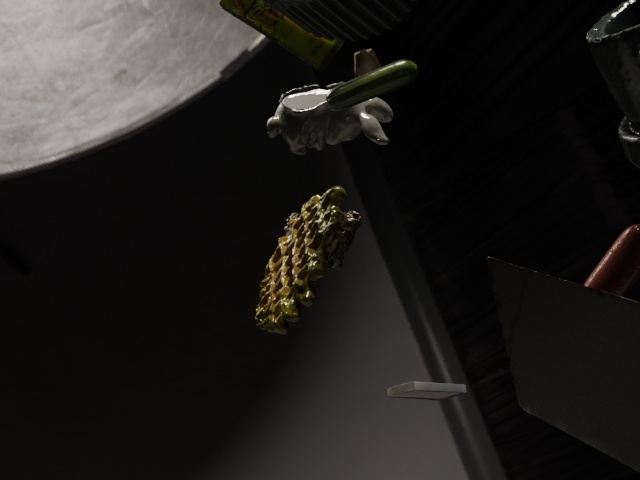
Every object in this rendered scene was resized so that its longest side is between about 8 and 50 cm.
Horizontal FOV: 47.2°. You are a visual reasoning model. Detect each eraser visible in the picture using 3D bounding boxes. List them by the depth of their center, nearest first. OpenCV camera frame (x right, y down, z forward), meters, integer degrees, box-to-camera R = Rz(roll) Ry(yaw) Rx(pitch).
[{"bbox_3d":[0.241,0.343,1.667,0.150,0.104,0.023,10,66,-29],"label":"eraser"}]

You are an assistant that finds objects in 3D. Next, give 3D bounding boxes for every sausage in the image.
[{"bbox_3d":[0.470,0.045,1.149,0.062,0.154,0.062,29,16,-9],"label":"sausage"}]

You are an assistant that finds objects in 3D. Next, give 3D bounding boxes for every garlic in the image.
[{"bbox_3d":[0.144,-0.530,2.231,0.195,0.087,0.101,-65,141,-74],"label":"garlic"}]

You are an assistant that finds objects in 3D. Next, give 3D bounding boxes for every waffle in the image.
[{"bbox_3d":[-0.044,0.046,1.395,0.060,0.307,0.312,29,54,-14],"label":"waffle"}]

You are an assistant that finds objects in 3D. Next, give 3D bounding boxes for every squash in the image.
[{"bbox_3d":[0.121,-0.368,1.736,0.229,0.066,0.066,-22,69,2],"label":"squash"}]

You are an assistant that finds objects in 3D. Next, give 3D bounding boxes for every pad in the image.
[{"bbox_3d":[0.301,0.145,0.747,0.004,0.330,0.220,-26,113,-22],"label":"pad"}]

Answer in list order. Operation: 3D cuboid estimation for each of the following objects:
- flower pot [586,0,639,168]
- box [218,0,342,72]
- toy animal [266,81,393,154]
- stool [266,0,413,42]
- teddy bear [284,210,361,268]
[{"bbox_3d":[0.548,-0.219,1.003,0.299,0.299,0.282,-46,112,-43],"label":"flower pot"},{"bbox_3d":[-0.074,-0.555,1.756,0.311,0.043,0.173,36,90,12],"label":"box"},{"bbox_3d":[0.028,-0.327,1.974,0.325,0.154,0.208,4,44,9],"label":"toy animal"},{"bbox_3d":[0.011,-0.487,1.178,0.297,0.297,0.330,49,17,4],"label":"stool"},{"bbox_3d":[0.000,0.000,1.851,0.267,0.256,0.156,-44,108,-18],"label":"teddy bear"}]
